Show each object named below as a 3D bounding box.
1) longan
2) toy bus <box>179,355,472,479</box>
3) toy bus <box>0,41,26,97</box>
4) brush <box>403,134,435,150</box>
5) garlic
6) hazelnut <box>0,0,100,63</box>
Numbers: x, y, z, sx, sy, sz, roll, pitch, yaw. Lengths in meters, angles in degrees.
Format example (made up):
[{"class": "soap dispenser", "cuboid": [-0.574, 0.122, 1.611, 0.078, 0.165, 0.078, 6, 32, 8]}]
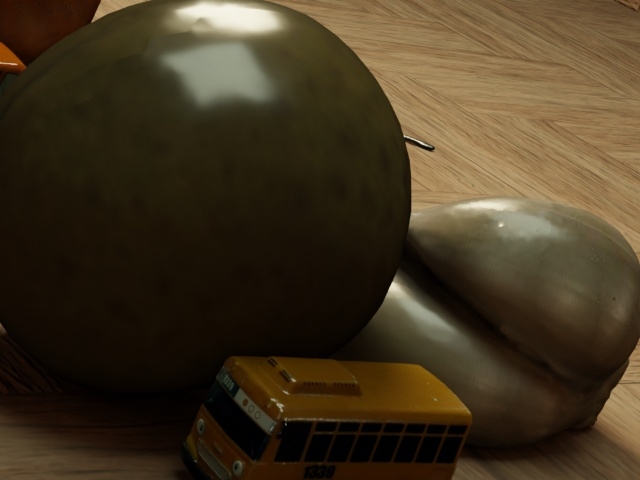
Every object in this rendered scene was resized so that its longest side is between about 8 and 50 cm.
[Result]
[{"class": "longan", "cuboid": [-0.106, -0.033, 1.515, 0.361, 0.361, 0.361, 15, 18, -5]}, {"class": "toy bus", "cuboid": [0.007, 0.148, 1.432, 0.201, 0.114, 0.098, 6, 23, -36]}, {"class": "toy bus", "cuboid": [-0.494, -0.172, 1.948, 0.409, 0.092, 0.093, 3, 26, -35]}, {"class": "brush", "cuboid": [0.115, -0.137, 2.527, 0.083, 0.008, 0.024, 22, 17, 12]}, {"class": "garlic", "cuboid": [0.121, 0.040, 1.676, 0.340, 0.231, 0.246, 26, 22, 7]}, {"class": "hazelnut", "cuboid": [-0.434, -0.364, 2.219, 0.359, 0.359, 0.409, -1, 21, -43]}]
